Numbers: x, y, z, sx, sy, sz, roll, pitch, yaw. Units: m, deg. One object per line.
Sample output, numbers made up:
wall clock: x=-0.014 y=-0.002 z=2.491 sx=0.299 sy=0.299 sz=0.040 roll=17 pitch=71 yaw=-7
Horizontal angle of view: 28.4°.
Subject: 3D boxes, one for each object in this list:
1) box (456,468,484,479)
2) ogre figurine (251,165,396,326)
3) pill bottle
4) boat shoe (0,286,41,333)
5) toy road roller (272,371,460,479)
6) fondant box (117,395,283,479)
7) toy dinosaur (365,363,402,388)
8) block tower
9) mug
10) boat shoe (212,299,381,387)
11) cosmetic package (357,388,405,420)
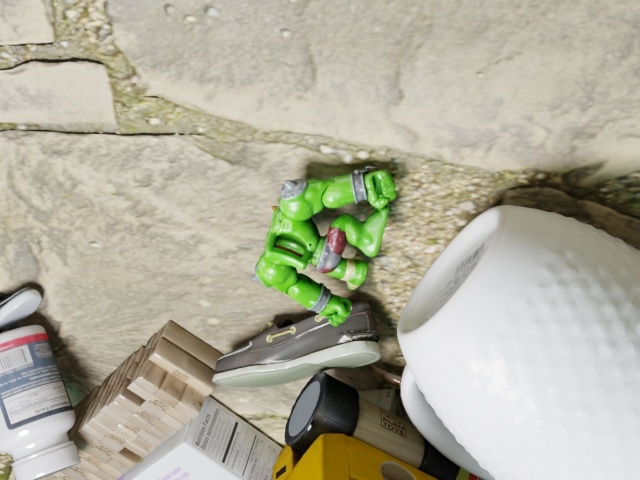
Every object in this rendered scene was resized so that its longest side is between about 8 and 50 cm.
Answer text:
box: x=0.206 y=0.320 z=1.592 sx=0.232 sy=0.058 sz=0.087 roll=-7 pitch=129 yaw=22
ogre figurine: x=0.000 y=0.000 z=1.350 sx=0.118 sy=0.096 sz=0.197 roll=13 pitch=145 yaw=-11
pill bottle: x=-0.366 y=0.206 z=1.573 sx=0.108 sy=0.108 sz=0.180 roll=-26 pitch=81 yaw=33
boat shoe: x=-0.403 y=0.092 z=1.583 sx=0.142 sy=0.049 sz=0.040 roll=-37 pitch=74 yaw=32
toy road roller: x=0.030 y=0.334 z=1.419 sx=0.203 sy=0.329 sz=0.240 roll=28 pitch=113 yaw=-16
fondant box: x=-0.109 y=0.374 z=1.709 sx=0.330 sy=0.096 sz=0.238 roll=39 pitch=130 yaw=-16
toy dinosaur: x=0.147 y=0.202 z=1.504 sx=0.112 sy=0.064 sz=0.211 roll=-31 pitch=116 yaw=36
block tower: x=-0.259 y=0.234 z=1.634 sx=0.097 sy=0.091 sz=0.335 roll=36 pitch=130 yaw=-14
mug: x=0.230 y=0.150 z=1.304 sx=0.328 sy=0.276 sz=0.374 roll=38 pitch=141 yaw=-8
boat shoe: x=-0.031 y=0.125 z=1.489 sx=0.228 sy=0.068 sz=0.081 roll=-15 pitch=159 yaw=30
cosmetic package: x=0.041 y=0.218 z=1.563 sx=0.115 sy=0.041 sz=0.060 roll=-4 pitch=130 yaw=20
